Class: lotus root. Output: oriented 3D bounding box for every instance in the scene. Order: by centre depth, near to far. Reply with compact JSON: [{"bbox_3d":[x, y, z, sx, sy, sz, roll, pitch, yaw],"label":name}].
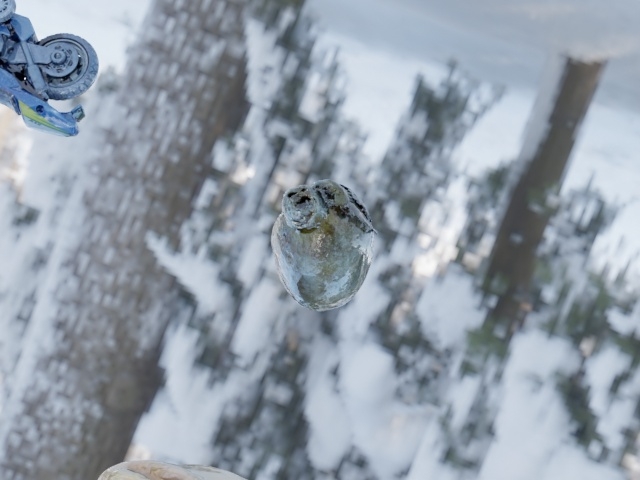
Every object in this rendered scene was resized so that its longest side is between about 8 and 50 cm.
[{"bbox_3d":[0.003,0.000,1.262,0.088,0.088,0.165,22,156,11],"label":"lotus root"}]

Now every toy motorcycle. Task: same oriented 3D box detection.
[{"bbox_3d":[-0.349,-0.179,1.641,0.254,0.136,0.092,19,160,10],"label":"toy motorcycle"}]

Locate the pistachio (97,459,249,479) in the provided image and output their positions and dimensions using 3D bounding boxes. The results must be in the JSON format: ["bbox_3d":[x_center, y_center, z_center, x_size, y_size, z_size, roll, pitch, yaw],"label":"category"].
[{"bbox_3d":[-0.087,0.307,1.384,0.308,0.230,0.230,27,-177,37],"label":"pistachio"}]
